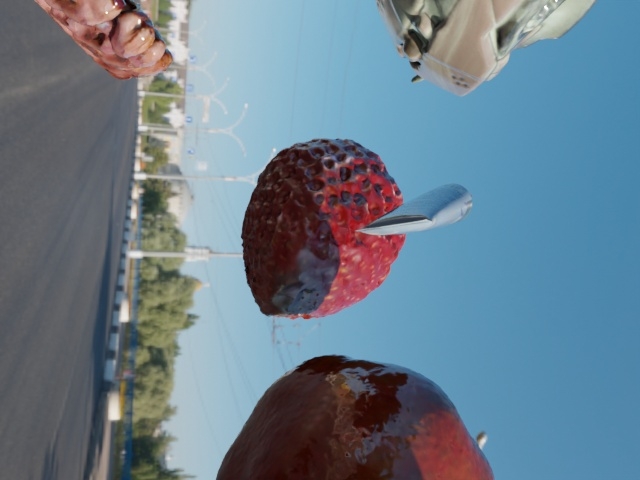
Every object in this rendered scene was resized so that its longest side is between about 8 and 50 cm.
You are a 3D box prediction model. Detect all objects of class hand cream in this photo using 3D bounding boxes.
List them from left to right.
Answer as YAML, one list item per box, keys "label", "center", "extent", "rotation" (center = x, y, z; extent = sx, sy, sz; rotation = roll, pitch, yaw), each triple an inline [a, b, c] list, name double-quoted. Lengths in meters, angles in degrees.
- label: "hand cream"
  center: [0.141, -0.037, 0.810]
  extent: [0.271, 0.091, 0.058]
  rotation: [-20, 103, -60]

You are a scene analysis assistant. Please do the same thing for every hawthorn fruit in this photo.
- label: "hawthorn fruit"
  center: [0.032, 0.264, 0.655]
  extent: [0.311, 0.295, 0.295]
  rotation: [-12, 106, -75]

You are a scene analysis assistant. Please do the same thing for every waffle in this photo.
- label: "waffle"
  center: [-0.200, -0.202, 0.444]
  extent: [0.055, 0.221, 0.234]
  rotation: [-47, -150, -7]

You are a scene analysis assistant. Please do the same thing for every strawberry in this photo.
- label: "strawberry"
  center: [0.009, -0.002, 1.000]
  extent: [0.310, 0.292, 0.292]
  rotation: [-108, -154, -44]

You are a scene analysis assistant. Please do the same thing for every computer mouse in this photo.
- label: "computer mouse"
  center: [0.132, -0.241, 0.624]
  extent: [0.199, 0.115, 0.389]
  rotation: [51, -17, 1]
